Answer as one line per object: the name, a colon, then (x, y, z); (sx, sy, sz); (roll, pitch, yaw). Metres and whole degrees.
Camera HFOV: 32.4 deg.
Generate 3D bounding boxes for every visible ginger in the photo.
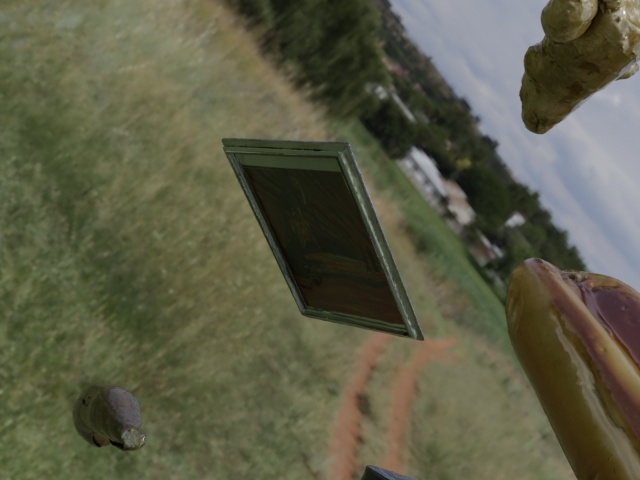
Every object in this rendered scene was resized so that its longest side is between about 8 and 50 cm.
ginger: (0.245, -0.173, 1.000); (0.205, 0.115, 0.081); (96, -30, -69)

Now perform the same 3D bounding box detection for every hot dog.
hot dog: (0.160, 0.105, 0.529); (0.100, 0.068, 0.249); (10, 37, -33)

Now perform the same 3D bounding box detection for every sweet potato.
sweet potato: (-0.314, 0.272, 1.678); (0.286, 0.085, 0.112); (-7, -76, 61)

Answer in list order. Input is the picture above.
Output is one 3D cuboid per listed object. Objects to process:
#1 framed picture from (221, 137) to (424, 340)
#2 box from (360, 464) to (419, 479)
framed picture: (0.000, 0.000, 1.304); (0.216, 0.016, 0.273); (6, -51, 46)
box: (0.200, 0.356, 1.302); (0.211, 0.058, 0.350); (26, -3, 38)
